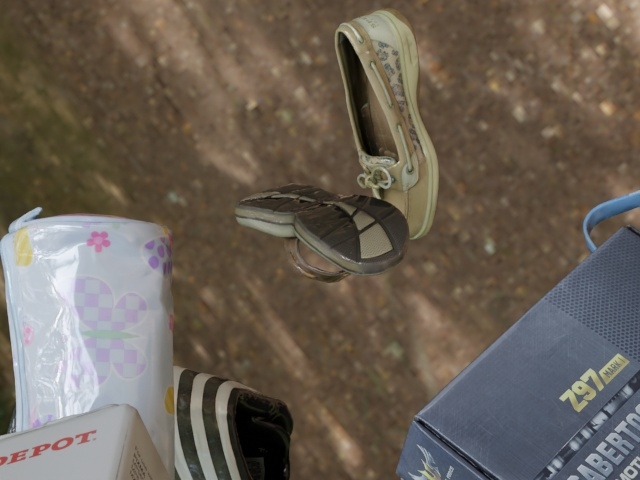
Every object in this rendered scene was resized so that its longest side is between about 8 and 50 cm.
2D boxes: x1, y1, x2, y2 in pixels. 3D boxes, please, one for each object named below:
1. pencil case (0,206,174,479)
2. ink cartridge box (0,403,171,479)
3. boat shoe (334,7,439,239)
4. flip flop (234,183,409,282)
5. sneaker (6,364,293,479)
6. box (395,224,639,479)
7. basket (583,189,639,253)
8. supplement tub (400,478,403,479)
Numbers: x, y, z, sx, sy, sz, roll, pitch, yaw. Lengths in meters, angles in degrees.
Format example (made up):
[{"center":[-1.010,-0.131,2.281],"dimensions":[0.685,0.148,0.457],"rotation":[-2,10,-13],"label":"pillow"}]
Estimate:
[{"center":[-0.164,0.115,1.056],"dimensions":[0.113,0.124,0.273],"rotation":[147,124,-80],"label":"pencil case"},{"center":[-0.189,0.231,0.843],"dimensions":[0.273,0.197,0.114],"rotation":[-87,-22,-62],"label":"ink cartridge box"},{"center":[0.071,-0.132,1.811],"dimensions":[0.104,0.089,0.285],"rotation":[7,113,51],"label":"boat shoe"},{"center":[0.000,0.000,1.574],"dimensions":[0.277,0.112,0.080],"rotation":[17,118,55],"label":"flip flop"},{"center":[-0.169,0.243,1.410],"dimensions":[0.257,0.169,0.447],"rotation":[15,148,-7],"label":"sneaker"},{"center":[0.186,0.110,0.878],"dimensions":[0.183,0.233,0.059],"rotation":[37,140,22],"label":"box"},{"center":[0.424,0.031,1.456],"dimensions":[0.201,0.255,0.289],"rotation":[64,-179,-47],"label":"basket"},{"center":[0.195,0.301,1.453],"dimensions":[0.235,0.235,0.325],"rotation":[44,163,24],"label":"supplement tub"}]
